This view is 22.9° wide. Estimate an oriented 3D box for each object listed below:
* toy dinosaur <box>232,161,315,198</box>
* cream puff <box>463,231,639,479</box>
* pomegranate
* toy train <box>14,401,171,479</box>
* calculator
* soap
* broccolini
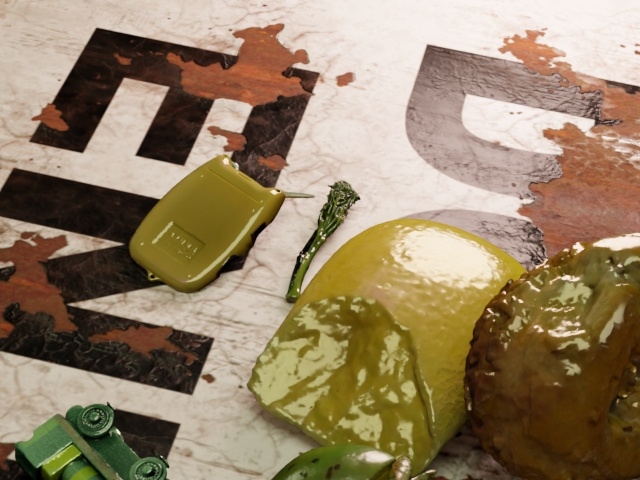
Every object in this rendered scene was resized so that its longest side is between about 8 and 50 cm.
[{"bbox_3d":[-0.113,-0.054,2.336,0.187,0.044,0.106,20,51,5],"label":"toy dinosaur"},{"bbox_3d":[0.316,0.145,1.967,0.231,0.342,0.327,18,7,41],"label":"cream puff"},{"bbox_3d":[0.040,0.341,1.838,0.236,0.236,0.302,22,16,17],"label":"pomegranate"},{"bbox_3d":[-0.268,0.290,1.938,0.132,0.083,0.200,-36,57,-22],"label":"toy train"},{"bbox_3d":[-0.168,-0.024,2.275,0.157,0.033,0.236,33,64,20],"label":"calculator"},{"bbox_3d":[0.118,0.118,2.123,0.306,0.115,0.427,22,46,21],"label":"soap"},{"bbox_3d":[0.000,0.000,2.287,0.054,0.051,0.239,23,48,4],"label":"broccolini"}]
